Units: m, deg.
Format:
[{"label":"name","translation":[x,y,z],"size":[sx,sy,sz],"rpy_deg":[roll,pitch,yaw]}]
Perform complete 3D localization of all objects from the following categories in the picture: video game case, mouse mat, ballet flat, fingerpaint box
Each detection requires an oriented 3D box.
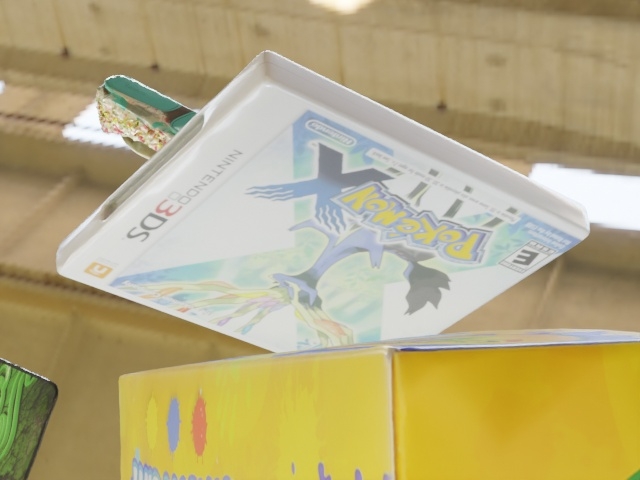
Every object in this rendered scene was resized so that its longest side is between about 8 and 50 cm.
[{"label":"video game case","translation":[0.000,0.000,1.177],"size":[0.329,0.300,0.036],"rpy_deg":[22,-132,-31]},{"label":"mouse mat","translation":[-0.304,0.202,1.288],"size":[0.152,0.007,0.190],"rpy_deg":[13,-100,48]},{"label":"ballet flat","translation":[-0.173,-0.120,1.695],"size":[0.241,0.077,0.091],"rpy_deg":[31,-146,33]},{"label":"fingerpaint box","translation":[0.126,0.124,0.687],"size":[0.371,0.445,0.163],"rpy_deg":[-1,-96,-18]}]
